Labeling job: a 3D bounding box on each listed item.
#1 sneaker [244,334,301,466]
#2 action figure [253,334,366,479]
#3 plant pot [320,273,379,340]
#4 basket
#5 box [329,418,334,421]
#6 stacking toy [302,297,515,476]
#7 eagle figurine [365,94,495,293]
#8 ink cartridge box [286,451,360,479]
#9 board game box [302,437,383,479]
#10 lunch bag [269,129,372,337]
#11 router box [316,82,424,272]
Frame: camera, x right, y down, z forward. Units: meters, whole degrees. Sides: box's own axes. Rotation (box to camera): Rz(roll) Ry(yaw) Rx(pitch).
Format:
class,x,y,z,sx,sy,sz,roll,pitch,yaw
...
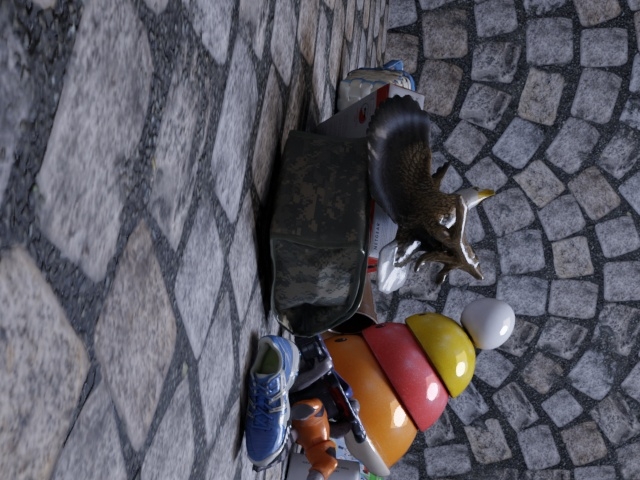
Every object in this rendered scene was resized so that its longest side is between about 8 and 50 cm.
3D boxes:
class,x,y,z,sx,sy,sz,roll,pitch,yaw
sneaker,-0.089,0.248,1.337,0.081,0.080,0.211,48,43,-57
action figure,-0.042,0.295,1.601,0.330,0.179,0.341,-83,150,-75
plant pot,0.070,0.166,2.185,0.167,0.167,0.165,88,3,-48
basket,0.150,-0.328,2.195,0.289,0.201,0.254,-44,139,-64
box,0.047,0.453,2.366,0.036,0.114,0.206,-74,168,-55
stacking toy,0.229,0.279,1.934,0.350,0.480,0.350,59,-3,5
eagle figurine,0.169,-0.063,1.372,0.226,0.225,0.298,-64,-145,31
ink cartridge box,-0.012,0.722,1.898,0.285,0.166,0.394,85,14,-54
board game box,0.057,0.562,2.149,0.160,0.212,0.039,-72,-176,-60
lunch bag,0.000,0.000,1.429,0.287,0.169,0.235,96,1,-53
router box,0.073,-0.101,1.664,0.301,0.082,0.335,-19,-119,61
